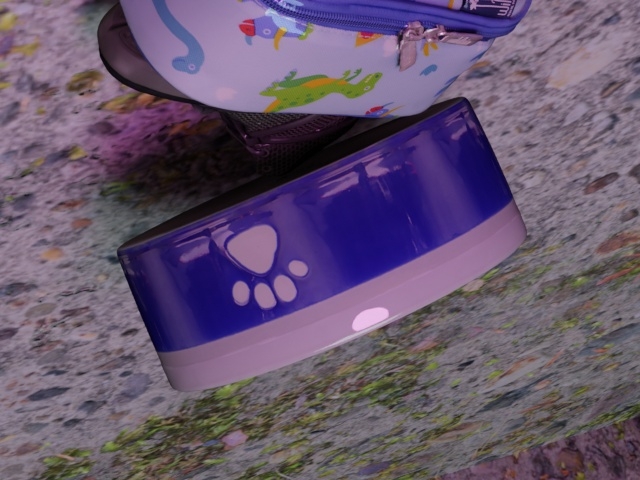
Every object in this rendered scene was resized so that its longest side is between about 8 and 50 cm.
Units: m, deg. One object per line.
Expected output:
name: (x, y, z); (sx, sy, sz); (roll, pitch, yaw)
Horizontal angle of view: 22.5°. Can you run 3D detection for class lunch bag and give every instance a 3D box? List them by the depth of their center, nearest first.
lunch bag: (-0.021, -0.156, 0.652); (0.176, 0.219, 0.090); (0, 150, -44)

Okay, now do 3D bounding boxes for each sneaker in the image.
sneaker: (-0.049, -0.091, 0.978); (0.227, 0.087, 0.130); (-9, 151, -44)

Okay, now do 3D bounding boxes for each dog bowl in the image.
dog bowl: (0.000, 0.000, 1.092); (0.264, 0.104, 0.265); (-23, -175, 2)
